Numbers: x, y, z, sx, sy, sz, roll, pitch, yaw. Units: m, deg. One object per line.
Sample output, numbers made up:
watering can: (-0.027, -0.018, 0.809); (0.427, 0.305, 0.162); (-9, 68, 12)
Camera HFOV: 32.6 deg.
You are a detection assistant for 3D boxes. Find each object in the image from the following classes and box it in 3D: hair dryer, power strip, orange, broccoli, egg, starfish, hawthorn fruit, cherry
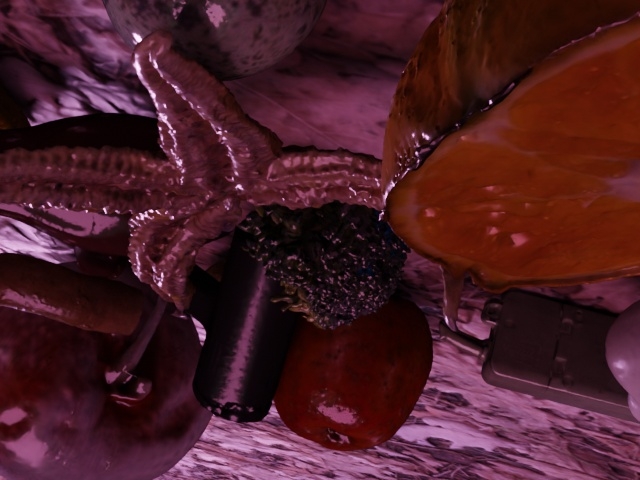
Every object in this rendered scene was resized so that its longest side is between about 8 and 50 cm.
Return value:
hair dryer: (-0.131, 0.043, 1.134); (0.251, 0.197, 0.089); (31, -152, 26)
power strip: (0.258, 0.117, 1.089); (0.288, 0.093, 0.053); (15, 160, 5)
orange: (0.176, -0.070, 0.525); (0.274, 0.274, 0.310); (26, -179, -22)
broccoli: (0.000, 0.000, 0.985); (0.160, 0.167, 0.155); (32, 137, 43)
egg: (-0.065, -0.158, 0.639); (0.132, 0.132, 0.172); (27, 164, -24)
starfish: (-0.086, -0.012, 0.749); (0.398, 0.132, 0.383); (-1, 172, 36)
hawthorn fruit: (0.029, 0.134, 1.181); (0.189, 0.189, 0.189); (14, 157, 6)
cherry: (-0.288, 0.163, 1.354); (0.326, 0.292, 0.335); (8, 177, -7)
hair dryer: (-0.252, -0.016, 1.033); (0.312, 0.123, 0.340); (4, 160, -15)

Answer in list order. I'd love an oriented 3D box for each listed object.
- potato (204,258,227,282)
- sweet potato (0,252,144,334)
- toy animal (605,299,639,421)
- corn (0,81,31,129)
potato: (-0.092, 0.060, 1.224); (0.091, 0.070, 0.138); (24, 157, -21)
sweet potato: (-0.302, 0.037, 1.019); (0.281, 0.059, 0.067); (15, 159, -24)
toy animal: (0.358, 0.103, 0.950); (0.193, 0.128, 0.178); (22, 154, -9)
corn: (-0.319, -0.126, 0.947); (0.080, 0.080, 0.231); (10, 157, 15)
